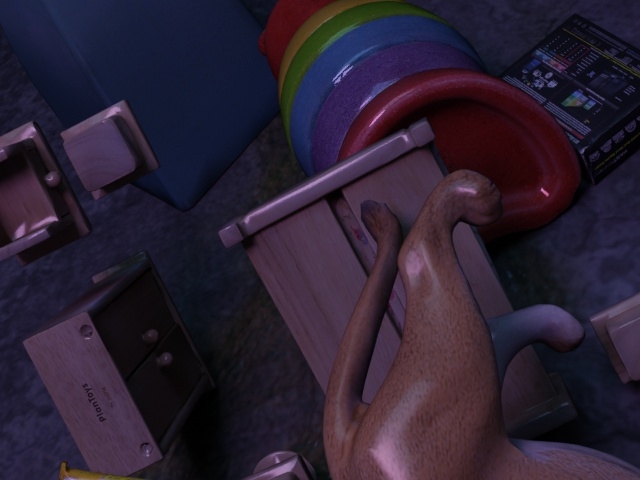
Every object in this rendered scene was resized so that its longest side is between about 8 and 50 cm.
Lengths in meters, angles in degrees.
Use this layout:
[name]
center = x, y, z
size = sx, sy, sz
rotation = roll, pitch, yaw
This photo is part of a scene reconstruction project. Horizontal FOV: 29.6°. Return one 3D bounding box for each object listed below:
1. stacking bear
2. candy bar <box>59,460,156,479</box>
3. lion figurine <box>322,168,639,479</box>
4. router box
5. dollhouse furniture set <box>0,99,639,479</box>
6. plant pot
[stacking bear]
center = 0.039, -0.112, 0.918
size = 0.175, 0.164, 0.289
rotation = -34, 37, 2
[candy bar]
center = -0.083, 0.160, 0.722
size = 0.161, 0.040, 0.018
rotation = 6, 9, 4
[lion figurine]
center = 0.126, 0.142, 0.576
size = 0.392, 0.142, 0.240
rotation = 28, 63, 21
[router box]
center = 0.194, -0.106, 0.891
size = 0.092, 0.038, 0.122
rotation = -38, 42, -4
[dollhouse furniture set]
center = 0.000, 0.000, 0.783
size = 0.355, 0.303, 0.174
rotation = -26, 7, 9
[plant pot]
center = -0.166, -0.180, 1.044
size = 0.165, 0.234, 0.166
rotation = 26, 68, 44
